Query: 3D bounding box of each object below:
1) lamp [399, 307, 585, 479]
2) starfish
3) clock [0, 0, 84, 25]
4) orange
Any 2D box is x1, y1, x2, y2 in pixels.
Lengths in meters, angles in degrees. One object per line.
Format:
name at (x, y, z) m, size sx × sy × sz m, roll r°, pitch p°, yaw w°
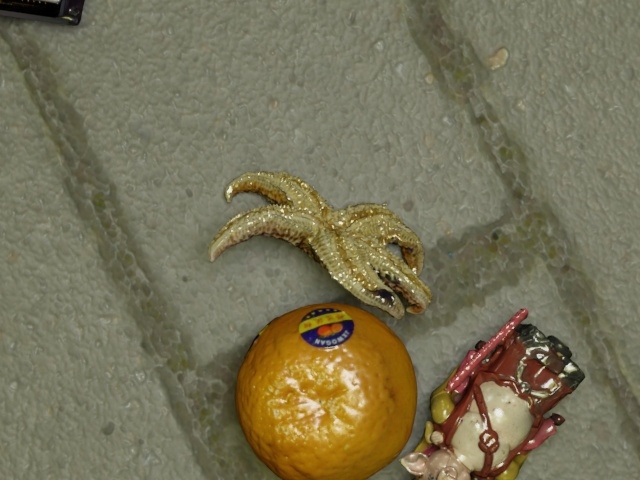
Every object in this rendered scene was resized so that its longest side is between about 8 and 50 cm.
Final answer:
lamp at (0.145, 0.191, 1.339) m, size 0.253 × 0.118 × 0.118 m, roll -44°, pitch 88°, yaw -7°
starfish at (0.000, -0.002, 1.345) m, size 0.238 × 0.216 × 0.071 m, roll 37°, pitch 117°, yaw 31°
clock at (-0.315, -0.340, 1.377) m, size 0.186 × 0.083 × 0.253 m, roll 8°, pitch 84°, yaw -1°
orange at (0.006, 0.147, 1.315) m, size 0.177 × 0.155 × 0.178 m, roll 0°, pitch 78°, yaw 2°
